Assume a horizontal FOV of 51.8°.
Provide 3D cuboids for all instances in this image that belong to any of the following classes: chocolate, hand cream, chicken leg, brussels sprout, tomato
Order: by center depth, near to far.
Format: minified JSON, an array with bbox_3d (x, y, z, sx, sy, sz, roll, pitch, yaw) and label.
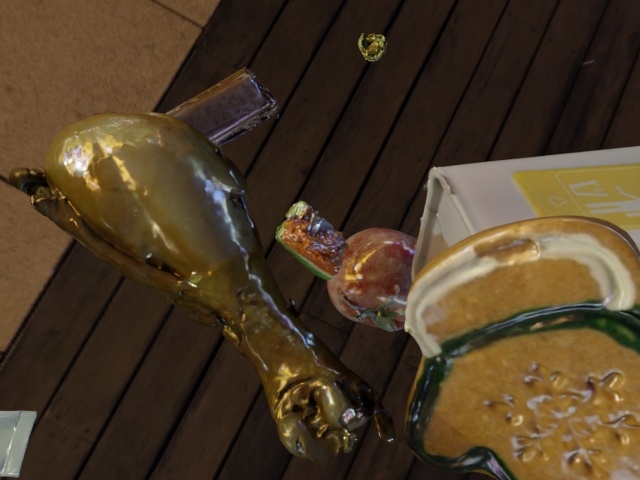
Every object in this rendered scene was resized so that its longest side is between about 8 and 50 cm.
[{"bbox_3d":[-0.096,0.040,0.627,0.429,0.201,0.152,50,121,9],"label":"chicken leg"},{"bbox_3d":[-0.565,0.271,0.891,0.321,0.109,0.067,6,125,-12],"label":"hand cream"},{"bbox_3d":[-0.203,-0.168,1.000,0.329,0.065,0.102,-37,81,-28],"label":"chocolate"},{"bbox_3d":[0.141,-0.515,1.757,0.085,0.058,0.085,0,84,-3],"label":"brussels sprout"},{"bbox_3d":[0.174,0.115,1.894,0.317,0.316,0.282,14,60,-6],"label":"tomato"}]

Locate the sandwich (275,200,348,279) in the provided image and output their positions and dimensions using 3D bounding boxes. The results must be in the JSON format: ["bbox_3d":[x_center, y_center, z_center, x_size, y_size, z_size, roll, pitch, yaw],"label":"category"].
[{"bbox_3d":[0.005,0.005,1.398,0.185,0.160,0.109,41,73,-30],"label":"sandwich"}]

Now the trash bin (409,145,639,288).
[{"bbox_3d":[0.302,0.044,0.751,0.368,0.295,0.255,-2,40,-10],"label":"trash bin"}]

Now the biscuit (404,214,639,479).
[{"bbox_3d":[0.196,0.145,0.594,0.287,0.057,0.343,-22,108,31],"label":"biscuit"}]
